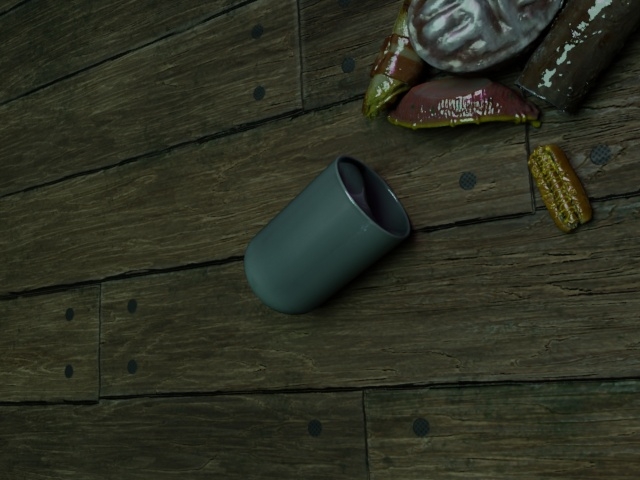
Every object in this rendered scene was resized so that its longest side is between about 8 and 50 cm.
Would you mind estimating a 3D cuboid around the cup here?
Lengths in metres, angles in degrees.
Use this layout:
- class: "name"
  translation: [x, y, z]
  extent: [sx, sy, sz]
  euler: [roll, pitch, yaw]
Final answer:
- class: "cup"
  translation: [0.000, 0.000, 1.574]
  extent: [0.312, 0.205, 0.205]
  euler: [-40, 62, 25]

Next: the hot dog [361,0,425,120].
- class: "hot dog"
  translation: [0.162, -0.354, 1.575]
  extent: [0.261, 0.093, 0.123]
  euler: [-66, 17, 9]

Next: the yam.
- class: "yam"
  translation: [0.452, -0.344, 1.336]
  extent: [0.131, 0.131, 0.279]
  euler: [49, 120, 30]

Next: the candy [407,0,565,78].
- class: "candy"
  translation: [0.299, -0.413, 1.412]
  extent: [0.290, 0.157, 0.214]
  euler: [-28, 82, 15]

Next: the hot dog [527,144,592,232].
- class: "hot dog"
  translation: [0.419, -0.096, 1.388]
  extent: [0.071, 0.045, 0.165]
  euler: [-32, 67, 30]

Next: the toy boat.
- class: "toy boat"
  translation: [0.256, -0.255, 1.502]
  extent: [0.318, 0.099, 0.141]
  euler: [6, 46, 36]
